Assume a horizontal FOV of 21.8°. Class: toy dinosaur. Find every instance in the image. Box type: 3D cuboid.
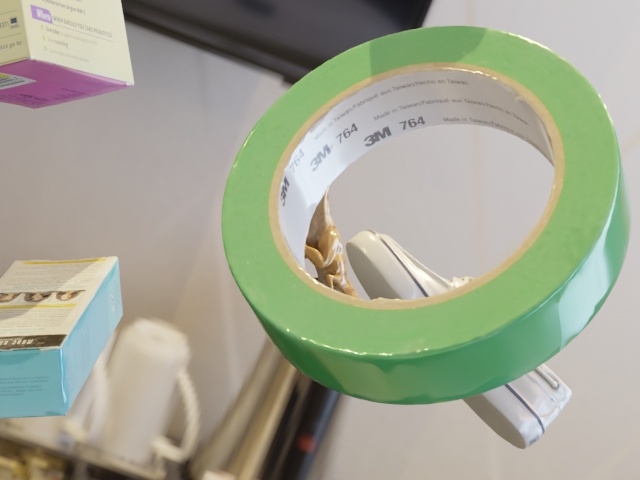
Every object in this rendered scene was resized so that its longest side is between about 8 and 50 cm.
[{"bbox_3d":[0.000,0.000,1.838,0.112,0.211,0.064,-12,3,-18],"label":"toy dinosaur"}]

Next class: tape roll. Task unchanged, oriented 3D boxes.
[{"bbox_3d":[0.083,-0.026,1.325,0.321,0.321,0.077,32,-20,35],"label":"tape roll"}]

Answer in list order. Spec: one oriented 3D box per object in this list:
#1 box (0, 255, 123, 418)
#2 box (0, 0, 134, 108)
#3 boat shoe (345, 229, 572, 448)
[{"bbox_3d":[-0.240,0.078,1.416,0.101,0.060,0.244,-3,17,5],"label":"box"},{"bbox_3d":[-0.285,-0.259,1.535,0.117,0.242,0.213,-10,-4,18],"label":"box"},{"bbox_3d":[0.138,0.080,1.624,0.267,0.088,0.096,46,-16,3],"label":"boat shoe"}]
